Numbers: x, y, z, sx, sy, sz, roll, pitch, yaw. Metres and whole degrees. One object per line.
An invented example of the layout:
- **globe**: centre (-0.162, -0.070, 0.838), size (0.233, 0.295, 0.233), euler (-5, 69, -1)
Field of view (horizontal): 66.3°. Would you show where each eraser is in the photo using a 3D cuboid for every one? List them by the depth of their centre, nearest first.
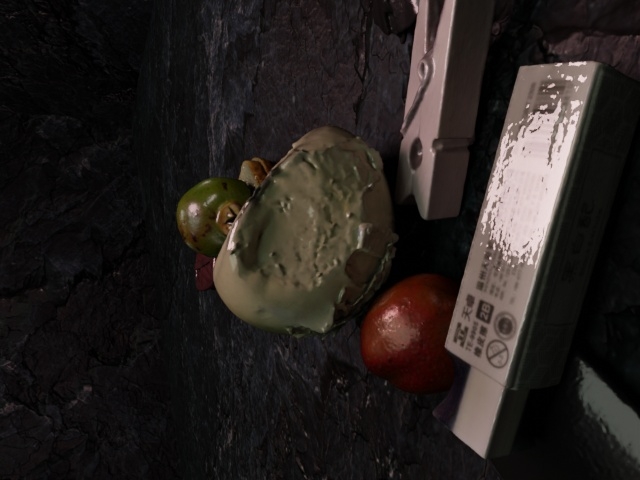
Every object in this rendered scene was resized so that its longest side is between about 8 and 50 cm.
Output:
- **eraser**: centre (0.226, 0.027, 0.527), size (0.098, 0.097, 0.403), euler (29, 111, 57)

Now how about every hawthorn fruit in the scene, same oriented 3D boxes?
- **hawthorn fruit**: centre (0.147, 0.118, 0.664), size (0.188, 0.169, 0.168), euler (-47, 53, 44)

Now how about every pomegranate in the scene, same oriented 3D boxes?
- **pomegranate**: centre (-0.240, -0.037, 1.129), size (0.241, 0.159, 0.189), euler (52, 138, 42)

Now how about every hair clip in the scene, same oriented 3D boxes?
- **hair clip**: centre (0.168, -0.194, 0.664), size (0.101, 0.085, 0.330), euler (38, 131, 55)

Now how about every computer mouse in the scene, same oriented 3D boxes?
- **computer mouse**: centre (0.121, -0.434, 0.727), size (0.147, 0.088, 0.263), euler (25, 117, 60)

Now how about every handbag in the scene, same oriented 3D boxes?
- **handbag**: centre (-0.287, 0.068, 1.434), size (0.225, 0.136, 0.146), euler (-30, 63, 59)

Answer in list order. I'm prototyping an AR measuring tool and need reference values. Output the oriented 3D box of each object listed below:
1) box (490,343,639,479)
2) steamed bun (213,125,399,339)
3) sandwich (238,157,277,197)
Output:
- **box**: centre (0.268, 0.219, 0.573), size (0.201, 0.042, 0.212), euler (58, 139, 40)
- **steamed bun**: centre (0.000, 0.000, 0.800), size (0.333, 0.233, 0.312), euler (-54, -1, 8)
- **sandwich**: centre (-0.145, -0.051, 1.215), size (0.249, 0.095, 0.273), euler (59, 141, 45)
